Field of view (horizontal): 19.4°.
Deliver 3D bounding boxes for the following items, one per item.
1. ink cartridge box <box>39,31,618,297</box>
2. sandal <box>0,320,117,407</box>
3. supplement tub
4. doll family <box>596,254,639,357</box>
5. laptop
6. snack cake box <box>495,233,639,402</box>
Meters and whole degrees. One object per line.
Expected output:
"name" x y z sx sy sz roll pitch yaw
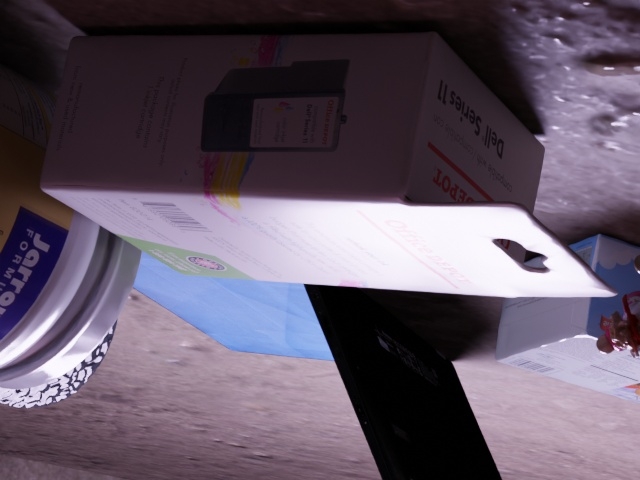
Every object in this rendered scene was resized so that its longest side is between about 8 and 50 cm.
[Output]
"ink cartridge box" 0.016 -0.050 1.271 0.353 0.119 0.207 3 163 28
"sandal" -0.308 -0.001 1.641 0.107 0.167 0.446 40 169 36
"supplement tub" -0.307 -0.037 1.325 0.241 0.241 0.331 -1 159 38
"doll family" 0.301 0.001 1.213 0.263 0.118 0.163 -10 179 5
"laptop" -0.014 0.167 1.845 0.236 0.408 0.382 -30 150 13
"snack cake box" 0.301 0.084 1.582 0.264 0.089 0.152 18 161 -20
